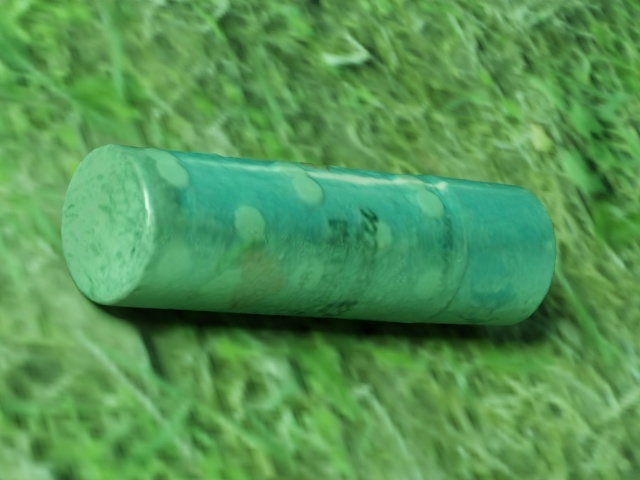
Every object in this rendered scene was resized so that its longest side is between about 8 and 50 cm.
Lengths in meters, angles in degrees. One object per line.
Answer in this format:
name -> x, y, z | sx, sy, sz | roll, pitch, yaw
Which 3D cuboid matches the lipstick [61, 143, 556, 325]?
lipstick -> 0.000, 0.000, 0.606 | 0.158, 0.048, 0.048 | 5, 49, -38
